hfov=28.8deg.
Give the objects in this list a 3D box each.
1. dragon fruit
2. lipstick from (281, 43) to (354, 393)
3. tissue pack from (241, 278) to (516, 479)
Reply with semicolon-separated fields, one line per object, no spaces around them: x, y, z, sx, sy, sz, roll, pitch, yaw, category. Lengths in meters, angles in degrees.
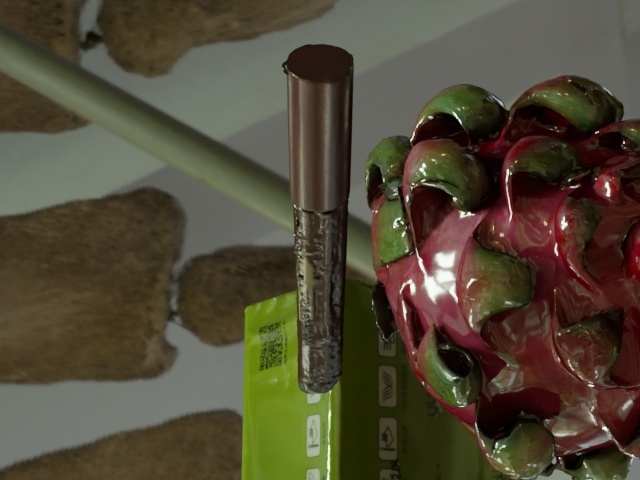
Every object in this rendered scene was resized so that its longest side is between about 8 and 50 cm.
0.115;0.004;0.657;0.218;0.273;0.198;19;-57;-37;dragon fruit
0.001;0.000;0.511;0.027;0.027;0.176;-31;-40;-29;lipstick
0.051;0.187;1.000;0.200;0.167;0.275;9;-106;-30;tissue pack
